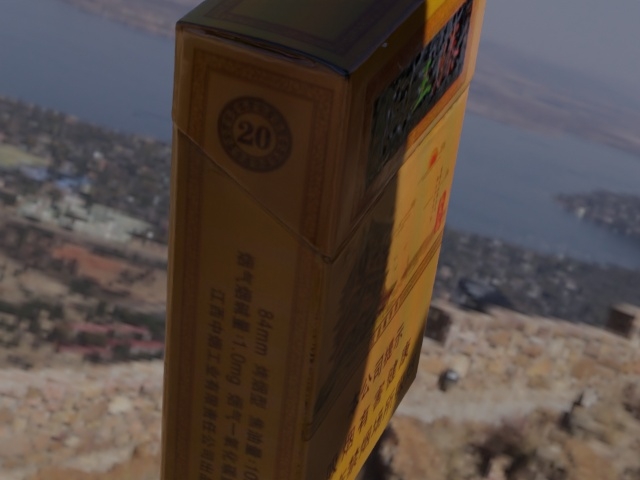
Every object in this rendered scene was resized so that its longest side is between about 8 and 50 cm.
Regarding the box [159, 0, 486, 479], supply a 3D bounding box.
[{"bbox_3d":[0.000,0.000,0.607,0.076,0.274,0.174,18,37,15],"label":"box"}]
